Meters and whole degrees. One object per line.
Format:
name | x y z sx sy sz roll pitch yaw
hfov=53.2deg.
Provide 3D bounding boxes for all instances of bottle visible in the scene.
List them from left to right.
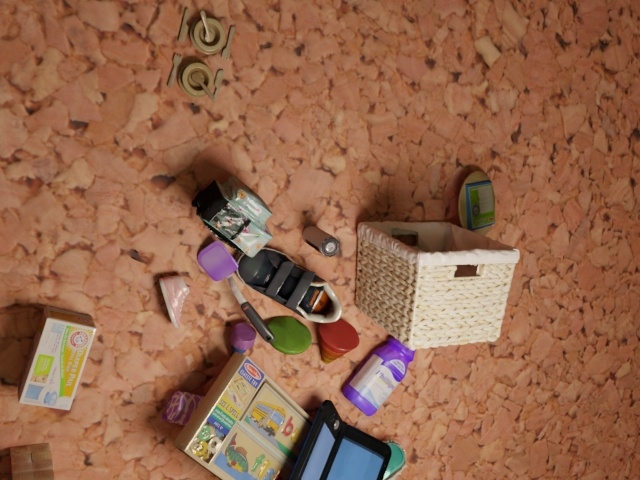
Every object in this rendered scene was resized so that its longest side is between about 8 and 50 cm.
bottle | 0.192 0.376 1.878 0.283 0.092 0.118 -48 116 -10

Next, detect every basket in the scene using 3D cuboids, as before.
basket | 0.297 0.105 1.748 0.328 0.331 0.267 -1 107 -26

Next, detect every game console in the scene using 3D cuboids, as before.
game console | 0.057 0.631 1.752 0.293 0.173 0.250 -64 151 -31

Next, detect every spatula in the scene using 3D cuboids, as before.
spatula | -0.206 0.139 1.620 0.084 0.030 0.297 -32 95 12

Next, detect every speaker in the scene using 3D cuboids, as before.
speaker | 0.000 0.000 1.678 0.055 0.136 0.055 -7 107 -22

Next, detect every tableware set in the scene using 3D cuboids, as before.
tableware set | -0.274 -0.432 1.503 0.128 0.039 0.194 13 95 -28

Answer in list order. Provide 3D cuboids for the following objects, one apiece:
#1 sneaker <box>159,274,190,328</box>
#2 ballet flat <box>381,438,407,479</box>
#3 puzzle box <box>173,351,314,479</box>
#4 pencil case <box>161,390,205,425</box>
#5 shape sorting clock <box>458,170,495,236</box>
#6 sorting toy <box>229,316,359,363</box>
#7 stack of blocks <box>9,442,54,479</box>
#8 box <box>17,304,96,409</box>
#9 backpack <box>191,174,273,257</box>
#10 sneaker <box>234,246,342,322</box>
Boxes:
sneaker | -0.350 0.148 1.583 0.070 0.051 0.134 -16 104 -17
ballet flat | 0.074 0.722 1.874 0.408 0.147 0.147 -18 109 -21
puzzle box | -0.168 0.512 1.669 0.272 0.052 0.409 -57 131 -24
pencil case | -0.299 0.453 1.661 0.206 0.086 0.088 25 123 -27
shape sorting clock | 0.469 -0.105 1.920 0.206 0.040 0.206 3 86 -46
sorting toy | -0.078 0.293 1.741 0.365 0.127 0.126 4 129 -24
stack of blocks | -0.632 0.594 1.400 0.087 0.297 0.171 1 99 -27
box | -0.600 0.265 1.455 0.114 0.103 0.203 17 93 -28
backpack | -0.198 -0.056 1.551 0.144 0.166 0.188 -40 118 -3
sneaker | -0.072 0.117 1.675 0.321 0.127 0.126 28 89 -27
